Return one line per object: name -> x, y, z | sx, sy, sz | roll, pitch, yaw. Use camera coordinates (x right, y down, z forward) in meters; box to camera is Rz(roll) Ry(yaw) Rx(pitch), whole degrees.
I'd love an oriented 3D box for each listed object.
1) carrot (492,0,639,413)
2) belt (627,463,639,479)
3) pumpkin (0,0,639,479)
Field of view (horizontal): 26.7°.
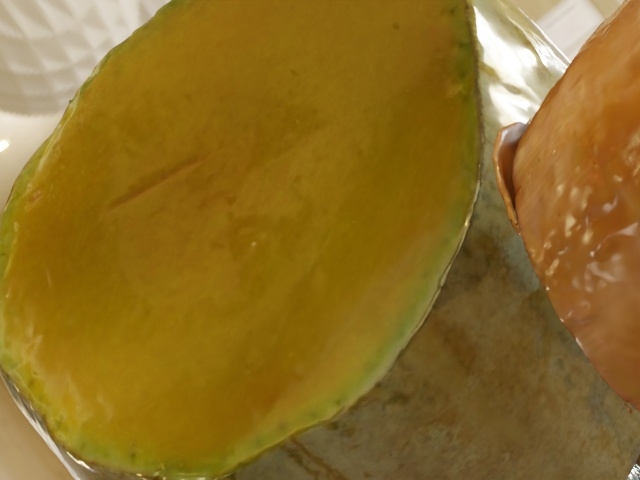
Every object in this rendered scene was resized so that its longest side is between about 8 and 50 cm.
carrot -> 0.171, -0.071, 0.395 | 0.254, 0.196, 0.196 | -45, -7, 41
belt -> 0.208, 0.242, 1.154 | 0.163, 0.147, 0.082 | -46, 4, 45
pumpkin -> 0.000, 0.000, 0.649 | 0.332, 0.332, 0.199 | -38, -40, 0
